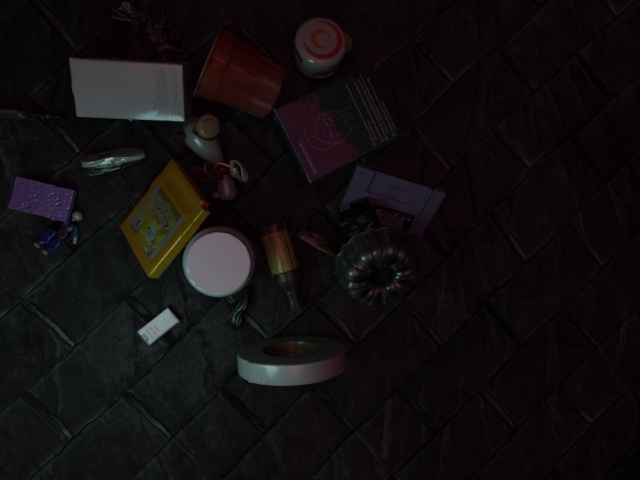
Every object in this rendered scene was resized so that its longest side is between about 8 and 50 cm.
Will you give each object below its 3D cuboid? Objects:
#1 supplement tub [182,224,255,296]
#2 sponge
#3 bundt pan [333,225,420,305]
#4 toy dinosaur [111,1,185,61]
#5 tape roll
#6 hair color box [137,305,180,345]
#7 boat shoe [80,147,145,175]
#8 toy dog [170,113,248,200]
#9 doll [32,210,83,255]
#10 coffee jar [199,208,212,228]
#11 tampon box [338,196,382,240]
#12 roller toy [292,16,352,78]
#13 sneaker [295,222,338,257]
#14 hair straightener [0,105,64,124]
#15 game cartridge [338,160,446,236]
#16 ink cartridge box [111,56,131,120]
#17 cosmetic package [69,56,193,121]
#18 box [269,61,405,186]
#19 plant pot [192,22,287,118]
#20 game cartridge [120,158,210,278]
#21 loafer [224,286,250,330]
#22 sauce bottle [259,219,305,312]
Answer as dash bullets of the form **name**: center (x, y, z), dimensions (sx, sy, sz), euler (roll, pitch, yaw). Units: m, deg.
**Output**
- **supplement tub**: center (-0.348, 0.067, 1.796), dimensions (0.241, 0.331, 0.240), euler (0, 93, -9)
- **sponge**: center (-0.976, -0.144, 1.816), dimensions (0.210, 0.031, 0.117), euler (14, 86, -1)
- **bundt pan**: center (0.222, 0.115, 1.924), dimensions (0.331, 0.124, 0.330), euler (-6, 124, -9)
- **toy dinosaur**: center (-0.579, -0.709, 1.849), dimensions (0.160, 0.121, 0.313), euler (-26, 109, 9)
- **tape roll**: center (-0.101, 0.415, 1.824), dimensions (0.392, 0.392, 0.071), euler (-2, 93, -9)
- **hair color box**: center (-0.596, 0.315, 1.912), dimensions (0.141, 0.043, 0.072), euler (-38, 98, -7)
- **boat shoe**: center (-0.737, -0.280, 1.853), dimensions (0.220, 0.077, 0.070), euler (-12, 129, -12)
- **toy dog**: center (-0.419, -0.293, 1.847), dimensions (0.161, 0.220, 0.333), euler (-28, 87, -29)
- **doll**: center (-0.919, -0.032, 1.841), dimensions (0.129, 0.046, 0.189), euler (42, 79, 1)
- **coffee jar**: center (-0.493, -0.124, 1.891), dimensions (0.184, 0.079, 0.096), euler (40, 94, -9)
- **tampon box**: center (0.154, -0.057, 1.944), dimensions (0.121, 0.101, 0.161), euler (-20, 125, 17)
- **roller toy**: center (-0.008, -0.706, 1.911), dimensions (0.209, 0.146, 0.191), euler (30, 79, -4)
- **sneaker**: center (0.000, 0.000, 1.985), dimensions (0.188, 0.066, 0.071), euler (30, 87, -10)
- **hair straightener**: center (-1.012, -0.426, 1.789), dimensions (0.231, 0.089, 0.047), euler (8, 109, -12)
- **game cartridge**: center (0.267, -0.147, 1.968), dimensions (0.355, 0.068, 0.230), euler (16, 124, -9)
- **ink cartridge box**: center (-0.708, -0.545, 1.866), dimensions (0.146, 0.045, 0.179), euler (26, 106, -10)
- **cosmetic package**: center (-0.637, -0.520, 1.770), dimensions (0.366, 0.155, 0.196), euler (4, 112, -3)
- **box**: center (0.055, -0.415, 1.902), dimensions (0.396, 0.212, 0.293), euler (-27, 97, -8)
- **plant pot**: center (-0.277, -0.575, 1.829), dimensions (0.265, 0.272, 0.272), euler (23, 89, -18)
- **game cartridge**: center (-0.537, -0.079, 1.775), dimensions (0.323, 0.053, 0.285), euler (-50, 56, 13)
- **loafer**: center (-0.311, 0.253, 1.949), dimensions (0.061, 0.062, 0.170), euler (20, 88, -5)
- **sauce bottle**: center (-0.137, 0.099, 1.944), dimensions (0.112, 0.111, 0.344), euler (-15, 94, -8)
